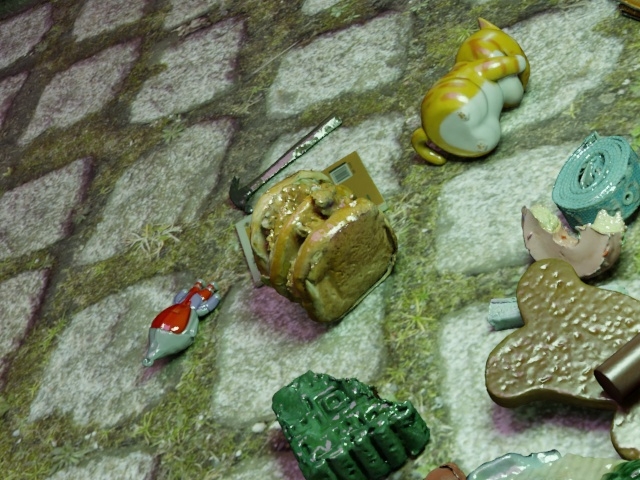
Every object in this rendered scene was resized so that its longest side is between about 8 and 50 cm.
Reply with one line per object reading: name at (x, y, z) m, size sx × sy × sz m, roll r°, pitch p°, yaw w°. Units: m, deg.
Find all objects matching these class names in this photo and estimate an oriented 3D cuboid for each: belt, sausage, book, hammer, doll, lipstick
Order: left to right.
doll at (-0.271, 0.156, 1.822) m, size 0.102 × 0.075 × 0.227 m, roll 5°, pitch 44°, yaw 28°
hammer at (-0.072, -0.173, 2.052) m, size 0.297 × 0.027 × 0.125 m, roll -39°, pitch 43°, yaw -4°
book at (-0.025, -0.048, 1.893) m, size 0.296 × 0.020 × 0.207 m, roll -31°, pitch 39°, yaw 6°
sausage at (0.153, 0.366, 1.295) m, size 0.141 × 0.076 × 0.076 m, roll -48°, pitch 40°, yaw -16°
doll at (0.292, -0.276, 1.784) m, size 0.162 × 0.166 × 0.269 m, roll 20°, pitch 61°, yaw 44°
belt at (0.450, -0.088, 1.532) m, size 0.163 × 0.082 × 0.148 m, roll -48°, pitch 29°, yaw -9°
lipstick at (0.505, 0.080, 1.242) m, size 0.357 × 0.057 × 0.057 m, roll -38°, pitch 38°, yaw -8°

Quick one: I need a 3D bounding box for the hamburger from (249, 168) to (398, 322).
hamburger at (0.004, 0.010, 1.660) m, size 0.211 × 0.261 × 0.245 m, roll 30°, pitch 114°, yaw 33°

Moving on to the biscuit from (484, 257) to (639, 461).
biscuit at (0.439, 0.174, 1.277) m, size 0.432 × 0.064 × 0.283 m, roll 11°, pitch 58°, yaw 33°

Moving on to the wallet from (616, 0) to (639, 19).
wallet at (0.676, -0.474, 1.797) m, size 0.195 × 0.042 × 0.161 m, roll -40°, pitch 43°, yaw -8°

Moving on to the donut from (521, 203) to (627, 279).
donut at (0.388, 0.005, 1.468) m, size 0.166 × 0.117 × 0.065 m, roll 19°, pitch 35°, yaw 36°

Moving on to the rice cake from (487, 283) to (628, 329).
rice cake at (0.356, 0.099, 1.446) m, size 0.211 × 0.034 × 0.043 m, roll -11°, pitch 48°, yaw 28°

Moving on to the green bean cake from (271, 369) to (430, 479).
green bean cake at (0.037, 0.268, 1.455) m, size 0.193 × 0.107 × 0.208 m, roll -37°, pitch 37°, yaw 1°

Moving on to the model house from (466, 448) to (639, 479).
model house at (0.257, 0.394, 1.059) m, size 0.284 × 0.243 × 0.298 m, roll -2°, pitch 38°, yaw 42°
